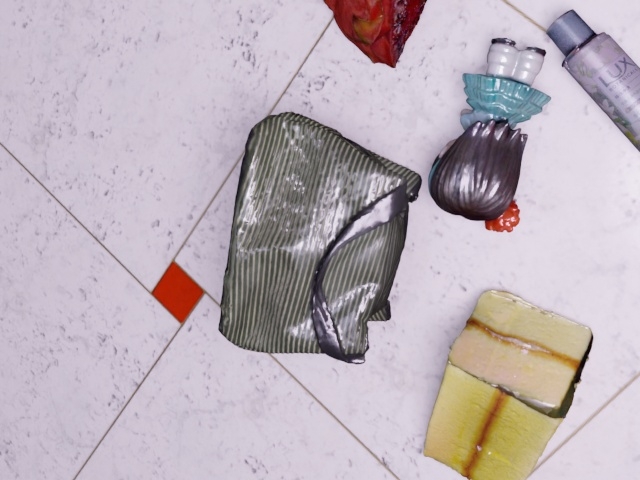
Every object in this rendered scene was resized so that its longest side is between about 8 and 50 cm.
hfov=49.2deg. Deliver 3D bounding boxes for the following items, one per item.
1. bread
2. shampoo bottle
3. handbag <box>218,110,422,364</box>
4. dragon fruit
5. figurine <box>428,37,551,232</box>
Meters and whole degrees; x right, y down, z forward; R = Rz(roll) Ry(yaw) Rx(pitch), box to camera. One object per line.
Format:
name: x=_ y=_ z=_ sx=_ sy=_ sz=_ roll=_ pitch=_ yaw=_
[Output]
bread: x=0.261 y=0.224 z=1.017 sx=0.168 sy=0.163 sz=0.264 roll=25 pitch=139 yaw=17
shampoo bottle: x=0.370 y=-0.198 z=0.879 sx=0.072 sy=0.072 sz=0.214 roll=-42 pitch=80 yaw=24
handbag: x=0.000 y=0.000 z=0.995 sx=0.240 sy=0.247 sz=0.340 roll=15 pitch=102 yaw=10
dragon fruit: x=0.060 y=-0.415 z=0.936 sx=0.205 sy=0.152 sz=0.317 roll=29 pitch=109 yaw=19
figurine: x=0.234 y=-0.138 z=0.933 sx=0.138 sy=0.110 sz=0.245 roll=18 pitch=100 yaw=2
